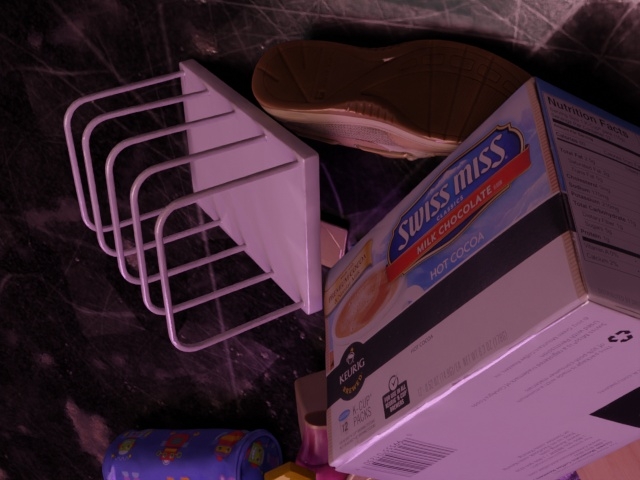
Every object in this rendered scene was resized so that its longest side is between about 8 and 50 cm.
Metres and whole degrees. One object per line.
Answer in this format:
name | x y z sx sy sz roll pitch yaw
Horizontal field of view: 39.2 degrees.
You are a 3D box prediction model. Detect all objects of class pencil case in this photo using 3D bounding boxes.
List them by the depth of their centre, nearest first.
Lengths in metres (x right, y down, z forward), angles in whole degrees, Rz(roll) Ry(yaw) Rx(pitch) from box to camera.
pencil case | -0.193 0.356 1.394 0.306 0.119 0.133 -8 127 35

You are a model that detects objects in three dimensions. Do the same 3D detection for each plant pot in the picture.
plant pot | 0.019 0.226 1.175 0.096 0.109 0.109 -128 27 -51

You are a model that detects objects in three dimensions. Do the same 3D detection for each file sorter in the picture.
file sorter | -0.144 -0.044 0.970 0.278 0.173 0.193 42 142 45

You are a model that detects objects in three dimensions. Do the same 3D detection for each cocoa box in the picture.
cocoa box | 0.185 0.067 0.839 0.231 0.228 0.347 18 139 -26

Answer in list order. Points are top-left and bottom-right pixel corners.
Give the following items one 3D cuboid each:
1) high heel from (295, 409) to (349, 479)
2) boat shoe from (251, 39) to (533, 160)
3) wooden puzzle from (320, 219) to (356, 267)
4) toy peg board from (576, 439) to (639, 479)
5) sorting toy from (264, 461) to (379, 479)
high heel | 0.088 0.268 1.113 0.244 0.082 0.117 -1 110 -20
boat shoe | 0.082 -0.133 0.908 0.302 0.109 0.098 9 162 21
wooden puzzle | 0.000 0.000 1.100 0.116 0.014 0.078 26 135 14
toy peg board | 0.377 0.250 1.017 0.161 0.079 0.161 -7 118 52
sorting toy | 0.066 0.328 1.082 0.307 0.041 0.229 24 112 -14
